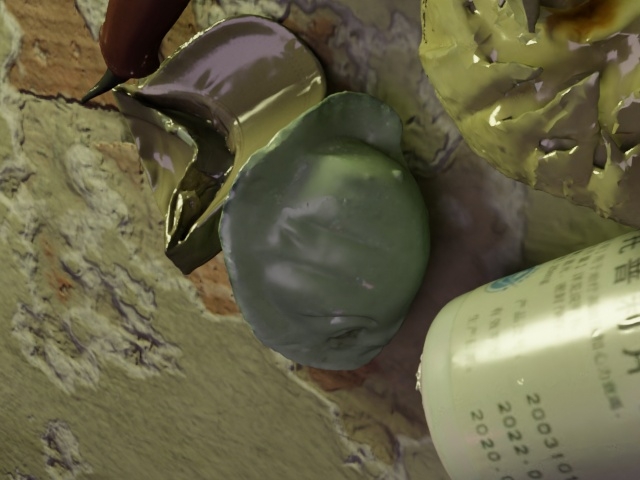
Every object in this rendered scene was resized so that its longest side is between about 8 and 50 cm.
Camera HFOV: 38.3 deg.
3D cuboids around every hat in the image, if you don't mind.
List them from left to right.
[{"bbox_3d":[-0.069,-0.076,0.748,0.173,0.144,0.166,-21,66,1],"label":"hat"}]

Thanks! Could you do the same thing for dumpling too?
[{"bbox_3d":[0.005,-0.004,0.690,0.152,0.108,0.219,2,107,0],"label":"dumpling"}]

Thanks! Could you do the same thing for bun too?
[{"bbox_3d":[0.162,-0.131,0.470,0.259,0.152,0.260,0,90,39],"label":"bun"}]

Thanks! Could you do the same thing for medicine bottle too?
[{"bbox_3d":[0.219,0.074,0.563,0.293,0.170,0.170,-23,99,39],"label":"medicine bottle"}]

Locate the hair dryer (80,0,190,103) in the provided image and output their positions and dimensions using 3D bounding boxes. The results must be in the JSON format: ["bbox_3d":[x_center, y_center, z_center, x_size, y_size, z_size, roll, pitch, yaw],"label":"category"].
[{"bbox_3d":[-0.137,-0.242,0.646,0.312,0.123,0.340,38,129,-4],"label":"hair dryer"}]
